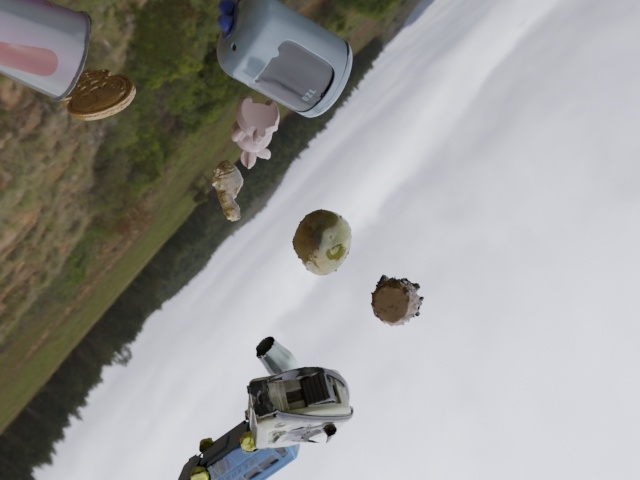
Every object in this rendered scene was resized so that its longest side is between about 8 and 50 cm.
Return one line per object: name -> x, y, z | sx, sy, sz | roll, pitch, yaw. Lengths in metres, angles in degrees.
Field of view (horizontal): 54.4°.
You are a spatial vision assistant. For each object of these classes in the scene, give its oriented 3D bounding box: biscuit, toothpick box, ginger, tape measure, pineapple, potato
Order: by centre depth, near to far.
tape measure -> -0.035, 0.354, 1.314 | 0.232, 0.132, 0.271 | -10, 148, -11
toothpick box -> -0.119, -0.511, 1.661 | 0.263, 0.355, 0.262 | -31, -131, 44
ginger -> -0.244, -0.138, 1.693 | 0.067, 0.165, 0.096 | 0, -160, 31
biscuit -> -0.659, -0.436, 1.821 | 0.202, 0.044, 0.289 | -37, -129, -18
potato -> 0.000, 0.000, 1.876 | 0.117, 0.182, 0.202 | 39, 76, -83
pineapple -> 0.243, 0.170, 1.921 | 0.141, 0.170, 0.310 | -53, 167, 13

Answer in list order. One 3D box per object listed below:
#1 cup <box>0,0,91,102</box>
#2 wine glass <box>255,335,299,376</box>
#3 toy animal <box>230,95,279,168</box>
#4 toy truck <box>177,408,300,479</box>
cup -> -0.618, -0.404, 1.188 | 0.203, 0.289, 0.202 | -14, -110, 41
wine glass -> -0.115, 0.402, 1.965 | 0.103, 0.222, 0.103 | -30, -154, 16
toy animal -> -0.174, -0.267, 1.557 | 0.124, 0.124, 0.212 | -47, 178, -27
toy truck -> -0.233, 0.620, 1.780 | 0.385, 0.162, 0.161 | -38, -166, 11
